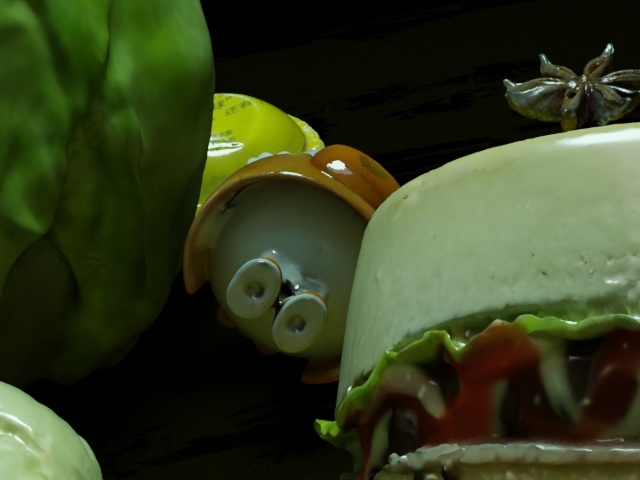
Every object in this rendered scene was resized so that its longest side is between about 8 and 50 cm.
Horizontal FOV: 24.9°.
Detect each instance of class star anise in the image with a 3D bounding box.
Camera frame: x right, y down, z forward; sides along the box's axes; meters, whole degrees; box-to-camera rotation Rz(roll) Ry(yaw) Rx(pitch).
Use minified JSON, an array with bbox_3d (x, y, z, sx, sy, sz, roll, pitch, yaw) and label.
[{"bbox_3d":[0.220,-0.125,1.233,0.141,0.042,0.141,-6,27,3],"label":"star anise"}]

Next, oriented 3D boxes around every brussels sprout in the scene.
[{"bbox_3d":[-0.252,-0.082,0.867,0.342,0.361,0.425,9,27,22],"label":"brussels sprout"}]

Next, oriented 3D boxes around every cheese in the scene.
[{"bbox_3d":[-0.078,-0.047,1.106,0.177,0.069,0.270,-13,31,-8],"label":"cheese"}]

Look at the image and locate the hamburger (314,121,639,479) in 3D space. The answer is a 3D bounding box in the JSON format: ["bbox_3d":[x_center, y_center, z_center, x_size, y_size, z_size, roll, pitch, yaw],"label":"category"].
[{"bbox_3d":[0.140,0.065,0.589,0.300,0.176,0.300,-3,-14,-1],"label":"hamburger"}]

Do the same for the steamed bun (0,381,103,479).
[{"bbox_3d":[-0.207,0.166,0.554,0.232,0.166,0.273,10,32,7],"label":"steamed bun"}]

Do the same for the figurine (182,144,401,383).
[{"bbox_3d":[-0.007,0.007,0.913,0.143,0.143,0.271,-7,4,0],"label":"figurine"}]
